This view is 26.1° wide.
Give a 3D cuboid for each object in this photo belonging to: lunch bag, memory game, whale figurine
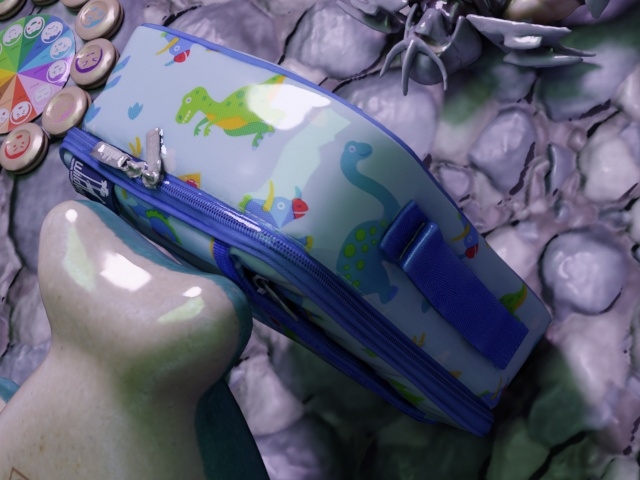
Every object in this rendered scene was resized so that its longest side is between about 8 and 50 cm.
[{"bbox_3d":[0.000,0.000,0.625,0.176,0.219,0.090,27,81,38],"label":"lunch bag"},{"bbox_3d":[-0.214,-0.119,0.958,0.186,0.012,0.186,-14,57,24],"label":"memory game"},{"bbox_3d":[-0.074,0.110,0.608,0.216,0.141,0.272,28,121,31],"label":"whale figurine"}]

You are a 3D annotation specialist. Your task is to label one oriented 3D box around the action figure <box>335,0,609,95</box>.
[{"bbox_3d":[0.104,-0.205,0.759,0.185,0.099,0.285,23,82,25],"label":"action figure"}]
